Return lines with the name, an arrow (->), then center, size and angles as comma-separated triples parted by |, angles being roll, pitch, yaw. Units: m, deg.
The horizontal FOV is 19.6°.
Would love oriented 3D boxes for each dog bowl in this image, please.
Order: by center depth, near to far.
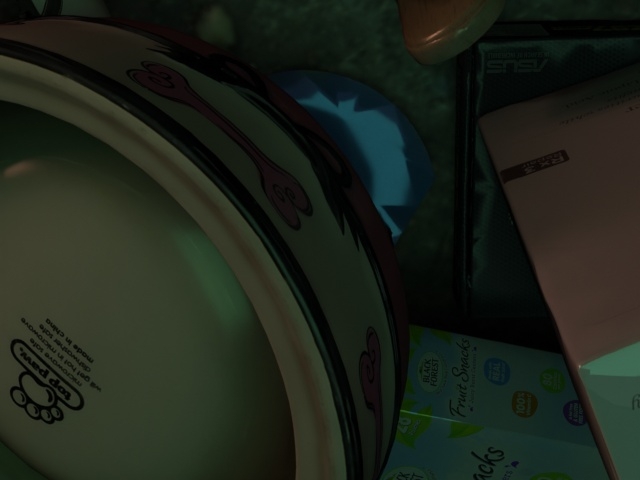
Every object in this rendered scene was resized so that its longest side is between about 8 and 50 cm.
dog bowl -> -0.129, 0.054, 1.063 | 0.408, 0.150, 0.408 | 13, 121, 24

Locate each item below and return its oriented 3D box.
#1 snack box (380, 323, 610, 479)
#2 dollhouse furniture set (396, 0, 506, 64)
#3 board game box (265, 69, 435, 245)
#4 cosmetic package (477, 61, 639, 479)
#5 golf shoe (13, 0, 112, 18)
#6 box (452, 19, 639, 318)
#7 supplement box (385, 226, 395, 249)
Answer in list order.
snack box -> 0.124, 0.139, 1.178 | 0.207, 0.070, 0.174 | 12, 145, -5
dollhouse furniture set -> 0.088, -0.311, 0.919 | 0.394, 0.256, 0.362 | -34, 118, 18
board game box -> -0.013, -0.028, 1.185 | 0.133, 0.033, 0.168 | 30, 98, -6
cosmetic package -> 0.221, 0.017, 0.963 | 0.217, 0.385, 0.156 | -21, 108, 4
golf shoe -> -0.162, -0.193, 1.101 | 0.094, 0.077, 0.198 | -32, 107, 6
box -> 0.201, -0.046, 1.176 | 0.233, 0.059, 0.183 | -1, 108, -3
supplement box -> 0.000, 0.000, 1.145 | 0.083, 0.055, 0.043 | 24, 100, -5
